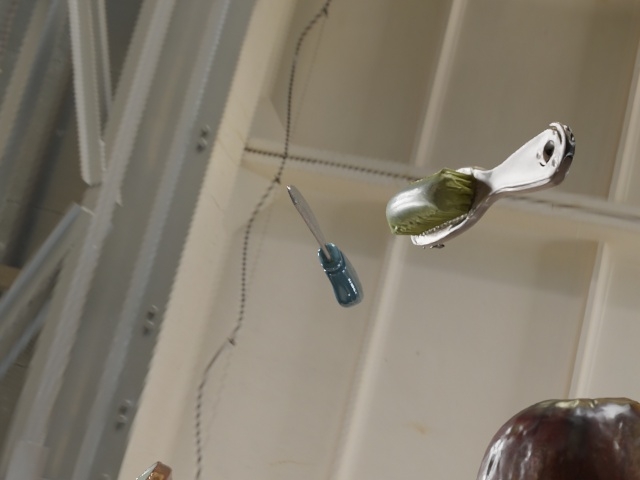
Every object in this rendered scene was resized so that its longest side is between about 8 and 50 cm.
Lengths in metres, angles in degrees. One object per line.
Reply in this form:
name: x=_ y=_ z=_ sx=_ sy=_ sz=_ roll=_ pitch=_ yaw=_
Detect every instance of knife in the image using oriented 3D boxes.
knife: x=0.000 y=-0.001 z=1.158 sx=0.032 sy=0.244 sz=0.058 roll=-18 pitch=-123 yaw=8

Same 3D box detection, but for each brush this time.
brush: x=0.141 y=-0.050 z=1.120 sx=0.067 sy=0.313 sz=0.072 roll=5 pitch=-102 yaw=-21

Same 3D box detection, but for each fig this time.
fig: x=0.257 y=0.267 z=1.124 sx=0.224 sy=0.224 sz=0.263 roll=41 pitch=-100 yaw=18

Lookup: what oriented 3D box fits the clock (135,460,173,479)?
clock: x=-0.281 y=0.360 z=1.264 sx=0.080 sy=0.318 sz=0.318 roll=43 pitch=-95 yaw=1
